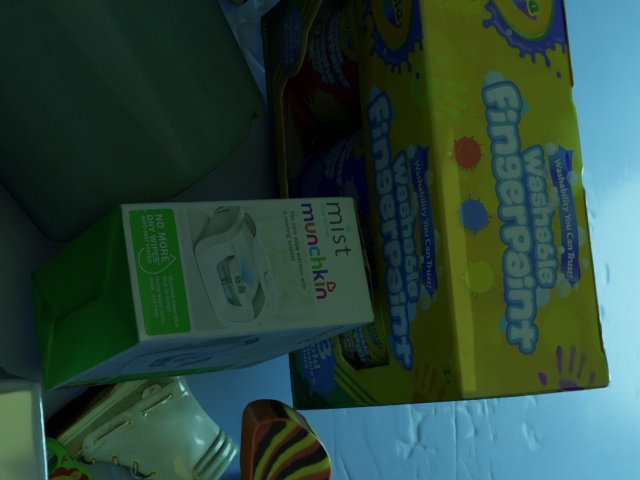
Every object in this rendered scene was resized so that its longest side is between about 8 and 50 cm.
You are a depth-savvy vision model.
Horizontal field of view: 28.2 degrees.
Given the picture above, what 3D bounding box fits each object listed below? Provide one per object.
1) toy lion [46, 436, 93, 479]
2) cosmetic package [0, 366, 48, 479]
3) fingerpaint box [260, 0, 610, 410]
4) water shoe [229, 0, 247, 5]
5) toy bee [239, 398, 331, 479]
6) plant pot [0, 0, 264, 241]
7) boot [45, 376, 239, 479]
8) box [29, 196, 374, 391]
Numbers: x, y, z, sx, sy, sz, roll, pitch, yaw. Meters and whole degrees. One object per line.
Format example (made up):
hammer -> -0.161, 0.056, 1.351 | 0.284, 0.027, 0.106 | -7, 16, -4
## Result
toy lion -> -0.264, 0.234, 1.230 | 0.096, 0.034, 0.100 | -4, 113, -25
cosmetic package -> -0.412, 0.313, 1.060 | 0.327, 0.329, 0.394 | -4, 89, -25
fingerpaint box -> 0.088, -0.062, 1.255 | 0.163, 0.371, 0.445 | -2, 83, -24
water shoe -> -0.093, -0.355, 1.395 | 0.080, 0.073, 0.203 | 12, 78, -3
toy bee -> -0.035, 0.312, 1.340 | 0.162, 0.195, 0.298 | 9, 125, -20
plant pot -> -0.240, -0.201, 1.183 | 0.341, 0.341, 0.334 | -39, 113, -22
boot -> -0.200, 0.228, 1.309 | 0.213, 0.077, 0.165 | -41, 108, -22
box -> -0.118, 0.049, 1.189 | 0.231, 0.262, 0.127 | -2, 77, -31
